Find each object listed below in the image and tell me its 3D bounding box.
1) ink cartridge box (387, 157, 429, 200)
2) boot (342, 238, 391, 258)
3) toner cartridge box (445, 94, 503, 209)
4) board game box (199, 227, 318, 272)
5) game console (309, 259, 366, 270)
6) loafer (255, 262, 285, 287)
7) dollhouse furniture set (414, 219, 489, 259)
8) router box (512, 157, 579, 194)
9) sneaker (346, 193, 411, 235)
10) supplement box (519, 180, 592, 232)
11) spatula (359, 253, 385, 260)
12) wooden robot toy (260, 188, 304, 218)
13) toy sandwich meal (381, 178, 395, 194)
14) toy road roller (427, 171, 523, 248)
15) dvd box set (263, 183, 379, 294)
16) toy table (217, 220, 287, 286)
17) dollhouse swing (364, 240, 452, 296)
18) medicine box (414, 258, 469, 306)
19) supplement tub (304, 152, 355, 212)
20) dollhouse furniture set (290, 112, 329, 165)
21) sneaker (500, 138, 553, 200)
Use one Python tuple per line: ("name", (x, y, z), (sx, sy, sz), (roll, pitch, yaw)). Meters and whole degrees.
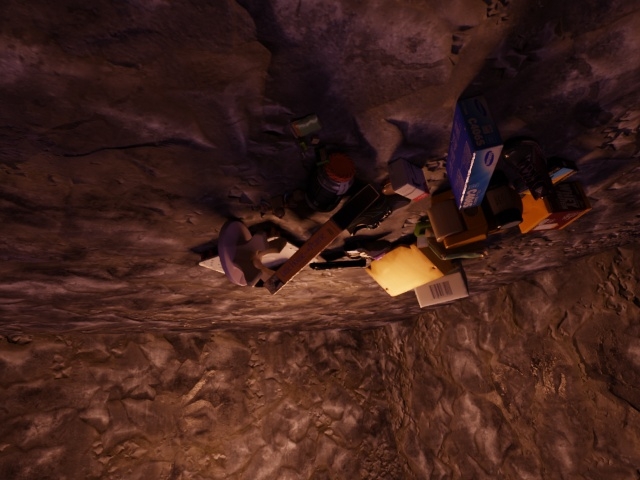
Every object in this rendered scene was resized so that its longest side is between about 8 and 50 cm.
("ink cartridge box", (0.285, -0.195, 1.316), (0.056, 0.099, 0.135), (-28, 152, 38))
("boot", (0.208, 0.035, 1.862), (0.219, 0.082, 0.106), (-16, 160, 19))
("toner cartridge box", (0.436, -0.239, 1.189), (0.075, 0.165, 0.348), (-14, 158, 7))
("board game box", (-0.263, 0.075, 1.804), (0.389, 0.051, 0.390), (-18, 157, 20))
("game console", (0.071, 0.112, 1.883), (0.213, 0.044, 0.361), (-5, 177, 22))
("loafer", (-0.210, 0.171, 1.883), (0.219, 0.080, 0.078), (-18, 156, 19))
("dollhouse furniture set", (0.533, 0.041, 1.690), (0.197, 0.302, 0.152), (-9, 118, -7))
("router box", (0.837, -0.235, 1.517), (0.133, 0.046, 0.179), (2, 155, -28))
("sneaker", (0.213, -0.098, 1.517), (0.267, 0.106, 0.101), (-19, 155, 18))
("supplement box", (0.956, -0.136, 1.696), (0.193, 0.129, 0.191), (-6, 157, -9))
("spatula", (0.239, 0.087, 2.045), (0.084, 0.030, 0.296), (35, 156, -1))
("wooden robot toy", (-0.128, -0.108, 1.382), (0.173, 0.079, 0.076), (-17, 157, 18))
("toy sandwich meal", (0.248, -0.188, 1.416), (0.085, 0.029, 0.086), (-12, 161, -4))
("toy road roller", (0.597, -0.094, 1.560), (0.329, 0.203, 0.240), (-20, 161, 19))
("dvd box set", (0.000, 0.000, 1.417), (0.420, 0.062, 0.307), (-43, 179, 39))
("toy table", (-0.250, 0.061, 1.492), (0.160, 0.252, 0.274), (9, 142, 25))
("dollhouse swing", (0.486, 0.085, 2.125), (0.315, 0.305, 0.346), (44, 137, -11))
("medicine box", (0.677, 0.232, 2.290), (0.263, 0.149, 0.289), (-19, -174, 21))
("supplement tub", (0.030, -0.175, 1.238), (0.116, 0.117, 0.190), (-1, 157, -20))
("dollhouse furniture set", (-0.022, -0.262, 1.082), (0.076, 0.059, 0.152), (-15, 157, 12))
("sneaker", (0.701, -0.221, 1.340), (0.281, 0.163, 0.106), (11, 150, -42))
